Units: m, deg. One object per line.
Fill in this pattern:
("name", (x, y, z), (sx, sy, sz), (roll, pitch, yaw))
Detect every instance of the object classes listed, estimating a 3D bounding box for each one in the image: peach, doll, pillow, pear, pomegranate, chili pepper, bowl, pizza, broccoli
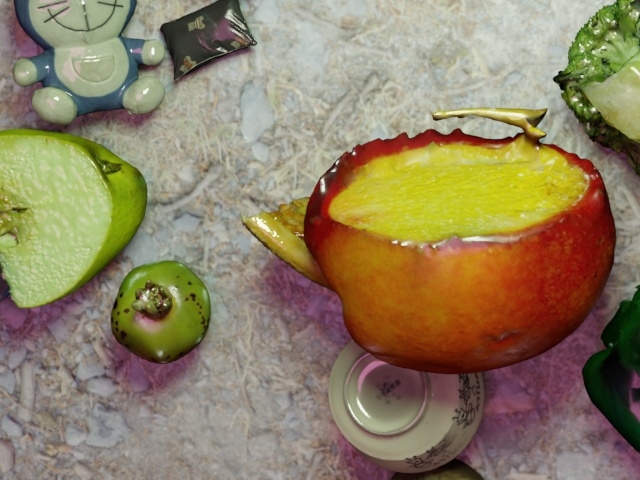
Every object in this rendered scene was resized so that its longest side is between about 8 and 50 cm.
("peach", (0.186, 0.017, 1.702), (0.406, 0.335, 0.310), (-8, 130, 2))
("doll", (-0.352, -0.312, 1.878), (0.228, 0.154, 0.258), (-11, 112, -14))
("pillow", (-0.171, -0.308, 1.884), (0.150, 0.048, 0.090), (-20, 98, 21))
("pear", (-0.393, -0.063, 1.943), (0.292, 0.159, 0.292), (3, 105, 13))
("pomegranate", (-0.246, 0.106, 1.916), (0.159, 0.205, 0.159), (0, 76, 1))
("chili pepper", (0.499, 0.177, 1.692), (0.256, 0.233, 0.248), (34, 124, 10))
("bowl", (0.111, 0.221, 1.835), (0.237, 0.126, 0.238), (-3, 81, 20))
("pizza", (0.000, 0.000, 1.844), (0.292, 0.197, 0.058), (29, 114, -31))
("broccoli", (0.453, -0.201, 1.605), (0.321, 0.283, 0.304), (39, 123, 22))

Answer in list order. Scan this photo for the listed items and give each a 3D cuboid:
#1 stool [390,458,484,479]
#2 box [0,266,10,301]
("stool", (0.149, 0.439, 1.828), (0.179, 0.264, 0.179), (3, 101, 15))
("box", (-0.529, 0.044, 2.055), (0.099, 0.054, 0.074), (43, 107, 4))
